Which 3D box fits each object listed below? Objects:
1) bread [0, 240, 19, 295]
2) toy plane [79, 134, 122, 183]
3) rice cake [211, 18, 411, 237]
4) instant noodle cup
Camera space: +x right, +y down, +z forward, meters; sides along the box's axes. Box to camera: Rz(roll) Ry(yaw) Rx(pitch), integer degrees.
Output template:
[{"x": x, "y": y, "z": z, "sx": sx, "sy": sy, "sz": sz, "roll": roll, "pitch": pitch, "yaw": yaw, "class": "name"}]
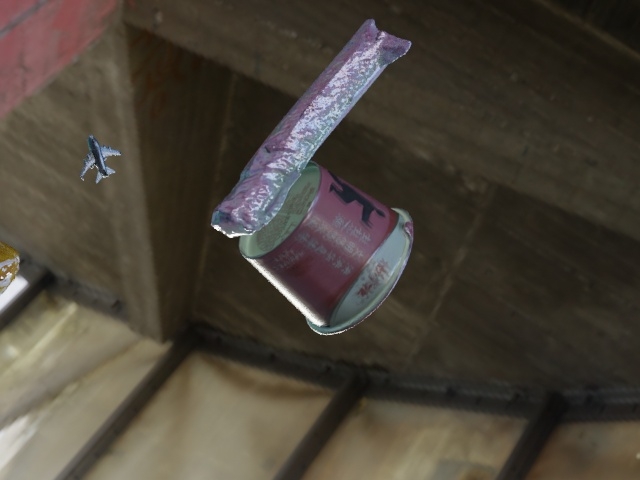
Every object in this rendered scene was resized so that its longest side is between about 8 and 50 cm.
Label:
[{"x": -0.477, "y": 0.002, "z": 1.301, "sx": 0.270, "sy": 0.139, "sz": 0.077, "roll": 22, "pitch": -60, "yaw": 15, "class": "bread"}, {"x": -0.357, "y": -0.134, "z": 1.835, "sx": 0.031, "sy": 0.078, "sz": 0.083, "roll": 23, "pitch": -40, "yaw": 45, "class": "toy plane"}, {"x": -0.010, "y": -0.120, "z": 1.205, "sx": 0.051, "sy": 0.290, "sz": 0.081, "roll": 48, "pitch": -19, "yaw": -30, "class": "rice cake"}, {"x": 0.000, "y": 0.000, "z": 1.742, "sx": 0.178, "sy": 0.235, "sz": 0.234, "roll": 38, "pitch": -31, "yaw": -26, "class": "instant noodle cup"}]
